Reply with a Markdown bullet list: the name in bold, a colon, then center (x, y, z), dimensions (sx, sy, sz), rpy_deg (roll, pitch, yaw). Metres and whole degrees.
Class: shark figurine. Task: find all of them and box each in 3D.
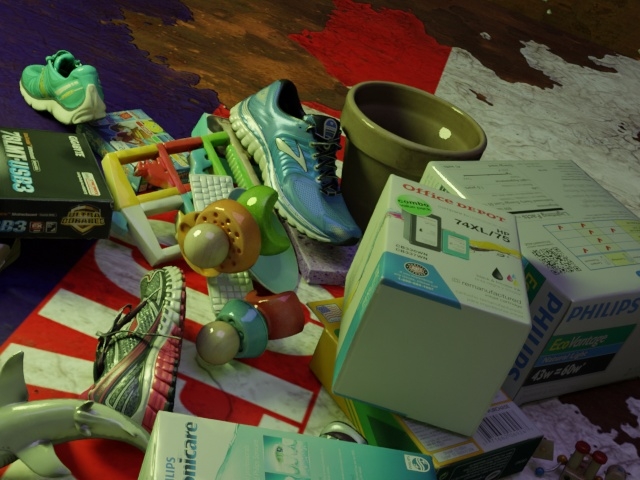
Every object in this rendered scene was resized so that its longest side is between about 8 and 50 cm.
- **shark figurine**: center (-0.276, 0.226, 1.107), dimensions (0.278, 0.116, 0.166), rpy_deg (7, 67, -7)

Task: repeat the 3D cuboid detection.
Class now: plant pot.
- **plant pot**: center (0.138, -0.125, 1.741), dimensions (0.263, 0.229, 0.263), rpy_deg (14, 29, -8)

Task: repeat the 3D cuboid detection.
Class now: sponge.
- **sponge**: center (0.000, 0.000, 1.665), dimensions (0.117, 0.031, 0.210), rpy_deg (4, 35, -25)

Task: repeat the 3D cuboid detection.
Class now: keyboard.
- **keyboard**: center (-0.153, 0.002, 1.512), dimensions (0.072, 0.014, 0.256), rpy_deg (6, 54, -29)

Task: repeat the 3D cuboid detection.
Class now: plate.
- **plate**: center (-0.098, 0.005, 1.533), dimensions (0.188, 0.024, 0.188), rpy_deg (47, 26, -32)

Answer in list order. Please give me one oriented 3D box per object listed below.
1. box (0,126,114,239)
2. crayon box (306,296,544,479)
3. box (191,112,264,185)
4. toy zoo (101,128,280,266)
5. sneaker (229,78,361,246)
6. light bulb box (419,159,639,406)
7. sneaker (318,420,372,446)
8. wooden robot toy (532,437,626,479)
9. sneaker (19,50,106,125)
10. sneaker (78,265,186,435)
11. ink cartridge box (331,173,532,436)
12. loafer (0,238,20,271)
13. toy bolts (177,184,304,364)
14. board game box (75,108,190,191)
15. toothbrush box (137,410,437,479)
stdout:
- **box**: center (-0.477, -0.093, 1.445), dimensions (0.293, 0.073, 0.295), rpy_deg (1, 26, -22)
- **crayon box**: center (0.129, 0.207, 1.374), dimensions (0.203, 0.083, 0.323), rpy_deg (-6, 41, -36)
- **box**: center (-0.106, -0.149, 1.752), dimensions (0.244, 0.060, 0.101), rpy_deg (11, 51, -29)
- **toy zoo**: center (-0.221, -0.070, 1.559), dimensions (0.293, 0.030, 0.192), rpy_deg (-16, 74, -40)
- **sneaker**: center (-0.023, -0.134, 1.621), dimensions (0.330, 0.147, 0.129), rpy_deg (59, 24, 18)
- **light bulb box**: center (0.366, 0.053, 1.609), dimensions (0.358, 0.225, 0.361), rpy_deg (-4, 40, -35)
- **sneaker**: center (0.065, 0.322, 1.190), dimensions (0.223, 0.083, 0.098), rpy_deg (34, 54, 28)
- **wooden robot toy**: center (0.379, 0.317, 1.366), dimensions (0.173, 0.076, 0.079), rpy_deg (30, 22, 15)
- **sneaker**: center (-0.454, -0.284, 1.735), dimensions (0.107, 0.110, 0.275), rpy_deg (-15, 25, -35)
- **sneaker**: center (-0.233, 0.129, 1.253), dimensions (0.112, 0.121, 0.299), rpy_deg (7, 31, -6)
- **ink cartridge box**: center (0.146, 0.079, 1.309), dimensions (0.198, 0.197, 0.270), rpy_deg (18, 31, -5)
- **loafer**: center (-0.462, 0.023, 1.345), dimensions (0.056, 0.050, 0.148), rpy_deg (18, 30, 1)
- **toy bolts**: center (-0.146, 0.060, 1.356), dimensions (0.218, 0.229, 0.158), rpy_deg (-8, 12, 40)
- **board game box**: center (-0.322, -0.163, 1.727), dimensions (0.136, 0.035, 0.201), rpy_deg (-14, 45, -43)
- **toothbrush box**: center (-0.047, 0.312, 0.986), dimensions (0.295, 0.216, 0.126), rpy_deg (11, 32, -14)
